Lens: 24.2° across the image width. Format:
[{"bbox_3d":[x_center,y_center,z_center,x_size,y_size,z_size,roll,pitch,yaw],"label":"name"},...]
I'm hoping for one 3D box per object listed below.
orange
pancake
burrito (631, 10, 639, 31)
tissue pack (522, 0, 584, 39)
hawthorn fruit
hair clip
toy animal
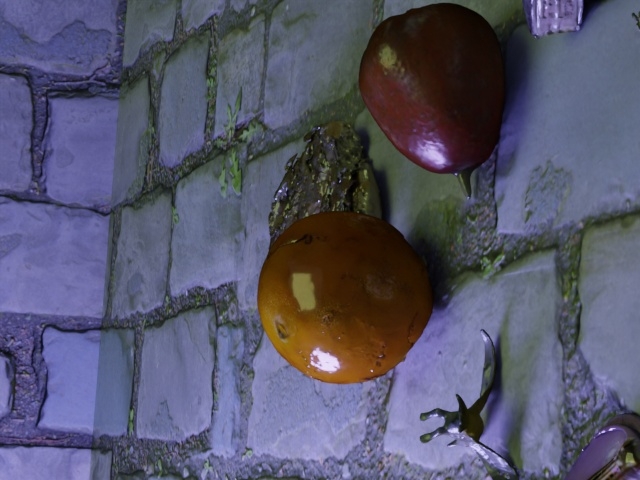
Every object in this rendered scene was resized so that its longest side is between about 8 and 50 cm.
[{"bbox_3d":[0.031,0.077,2.024,0.240,0.240,0.240,-173,90,-67],"label":"orange"},{"bbox_3d":[-0.001,0.000,2.311,0.382,0.071,0.382,-172,90,-67],"label":"pancake"},{"bbox_3d":[0.373,-0.186,1.538,0.045,0.041,0.185,-47,37,28],"label":"burrito"},{"bbox_3d":[0.256,-0.380,1.747,0.173,0.073,0.235,78,-177,-58],"label":"tissue pack"},{"bbox_3d":[0.154,-0.172,1.880,0.199,0.199,0.251,-36,70,60],"label":"hawthorn fruit"},{"bbox_3d":[0.262,0.313,1.636,0.359,0.095,0.110,-45,8,43],"label":"hair clip"},{"bbox_3d":[0.167,0.224,1.829,0.155,0.095,0.219,-37,49,53],"label":"toy animal"}]
